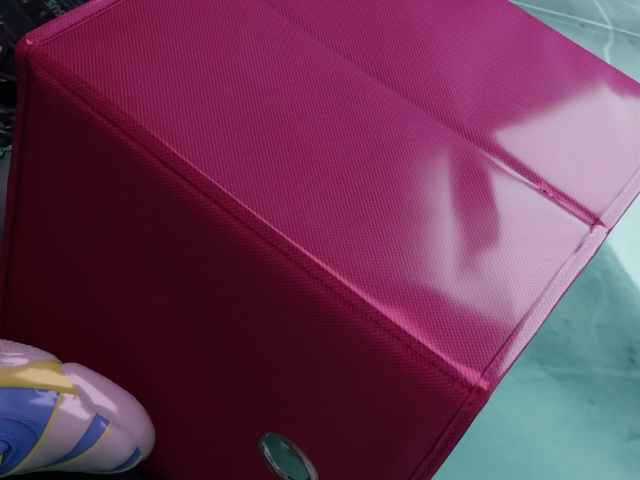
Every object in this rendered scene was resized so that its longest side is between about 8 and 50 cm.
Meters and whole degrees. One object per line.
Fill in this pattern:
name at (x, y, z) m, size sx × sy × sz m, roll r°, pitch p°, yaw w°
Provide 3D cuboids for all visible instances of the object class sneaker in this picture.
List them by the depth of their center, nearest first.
sneaker at (-0.210, 0.112, 0.545) m, size 0.240 × 0.091 × 0.126 m, roll 10°, pitch 57°, yaw 10°

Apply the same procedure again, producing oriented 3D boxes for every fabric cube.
fabric cube at (0.000, 0.000, 0.608) m, size 0.258 × 0.254 × 0.259 m, roll 37°, pitch 49°, yaw 11°

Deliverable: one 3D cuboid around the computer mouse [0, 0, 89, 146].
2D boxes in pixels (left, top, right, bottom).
computer mouse at (-0.189, -0.165, 0.808) m, size 0.272 × 0.072 × 0.188 m, roll -29°, pitch 68°, yaw -23°
